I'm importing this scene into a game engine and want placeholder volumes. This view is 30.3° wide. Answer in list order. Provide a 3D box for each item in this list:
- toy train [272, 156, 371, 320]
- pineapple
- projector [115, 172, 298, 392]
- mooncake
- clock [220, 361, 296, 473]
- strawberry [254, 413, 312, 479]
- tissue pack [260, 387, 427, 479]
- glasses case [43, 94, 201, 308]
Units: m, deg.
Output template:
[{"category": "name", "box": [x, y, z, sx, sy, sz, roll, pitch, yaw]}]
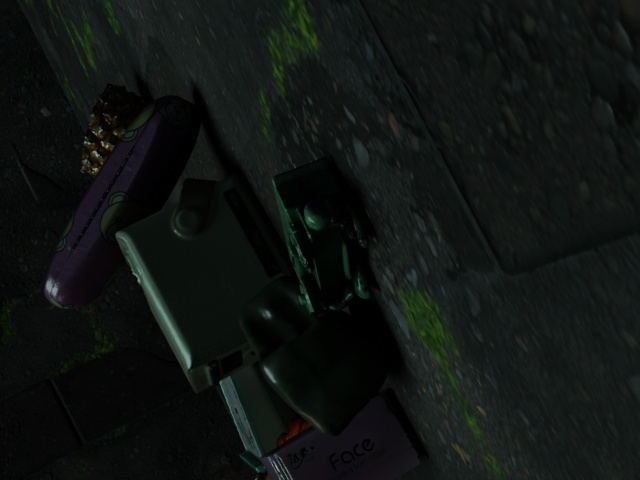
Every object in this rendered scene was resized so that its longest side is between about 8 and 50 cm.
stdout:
[{"category": "toy train", "box": [0.000, 0.000, 1.067, 0.172, 0.070, 0.099, 81, 166, -59]}, {"category": "pineapple", "box": [-0.309, -0.169, 1.965, 0.176, 0.136, 0.162, 117, 169, -82]}, {"category": "projector", "box": [-0.137, 0.045, 1.493, 0.243, 0.177, 0.163, 61, 168, 15]}, {"category": "mooncake", "box": [-0.011, 0.108, 1.181, 0.175, 0.104, 0.168, 44, -174, 34]}, {"category": "clock", "box": [-0.118, 0.306, 2.193, 0.262, 0.116, 0.231, 154, 94, -77]}, {"category": "strawberry", "box": [-0.005, 0.344, 1.639, 0.150, 0.280, 0.253, 30, -153, -4]}, {"category": "tissue pack", "box": [0.016, 0.249, 1.344, 0.092, 0.148, 0.246, 60, 168, 6]}, {"category": "glasses case", "box": [-0.257, -0.048, 1.532, 0.075, 0.316, 0.123, 34, -172, 15]}]
